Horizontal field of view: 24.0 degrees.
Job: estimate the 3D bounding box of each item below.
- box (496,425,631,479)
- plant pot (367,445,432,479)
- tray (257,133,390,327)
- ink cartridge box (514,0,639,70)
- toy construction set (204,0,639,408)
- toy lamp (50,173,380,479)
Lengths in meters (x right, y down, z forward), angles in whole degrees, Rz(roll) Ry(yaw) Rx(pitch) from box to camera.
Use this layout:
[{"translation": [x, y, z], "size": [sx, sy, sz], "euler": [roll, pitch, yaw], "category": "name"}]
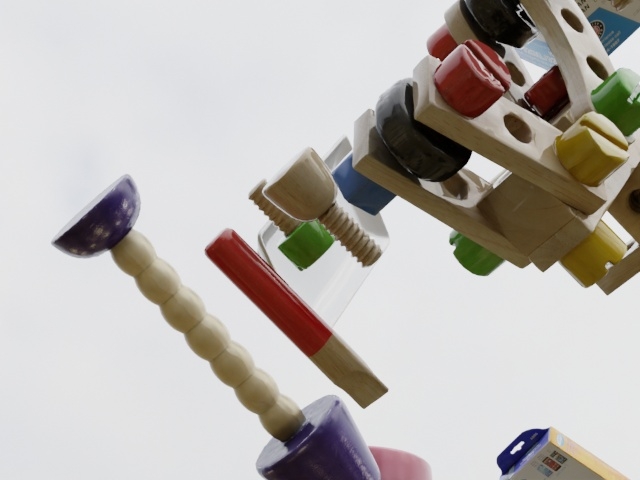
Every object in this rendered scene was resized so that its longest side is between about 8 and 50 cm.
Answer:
[{"translation": [0.228, 0.229, 1.385], "size": [0.136, 0.028, 0.081], "euler": [33, -58, -9], "category": "box"}, {"translation": [0.037, 0.358, 1.780], "size": [0.201, 0.180, 0.201], "euler": [-2, -26, -1], "category": "plant pot"}, {"translation": [0.000, 0.000, 1.631], "size": [0.030, 0.270, 0.145], "euler": [-15, -70, 28], "category": "tray"}, {"translation": [0.206, -0.304, 1.414], "size": [0.171, 0.168, 0.233], "euler": [-42, -57, -5], "category": "ink cartridge box"}, {"translation": [0.122, -0.017, 0.896], "size": [0.309, 0.257, 0.237], "euler": [-42, -82, 9], "category": "toy construction set"}, {"translation": [-0.064, 0.079, 1.021], "size": [0.275, 0.080, 0.080], "euler": [47, -54, -11], "category": "toy lamp"}]
